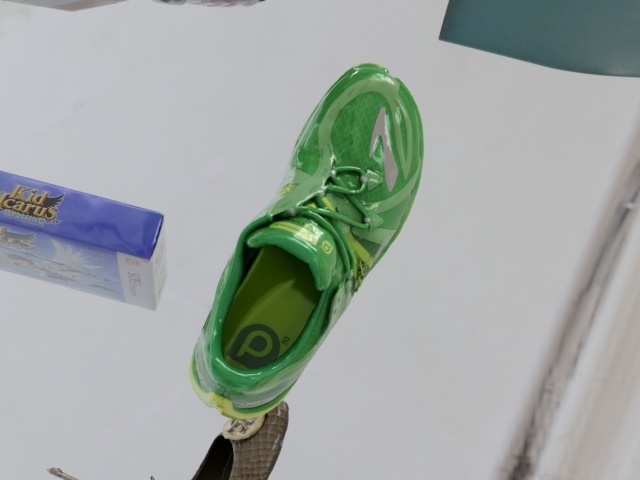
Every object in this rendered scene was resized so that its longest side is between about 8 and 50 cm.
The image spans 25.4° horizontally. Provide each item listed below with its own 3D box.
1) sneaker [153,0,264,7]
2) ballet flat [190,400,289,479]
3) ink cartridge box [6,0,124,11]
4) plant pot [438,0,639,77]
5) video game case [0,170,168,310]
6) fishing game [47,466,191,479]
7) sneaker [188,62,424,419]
[{"bbox_3d":[-0.073,-0.250,1.226,0.131,0.319,0.112,22,-72,-4],"label":"sneaker"},{"bbox_3d":[-0.113,0.238,1.249,0.250,0.058,0.084,-55,-160,-2],"label":"ballet flat"},{"bbox_3d":[-0.137,-0.179,0.709,0.193,0.234,0.088,-3,-90,34],"label":"ink cartridge box"},{"bbox_3d":[0.255,-0.255,1.297,0.234,0.166,0.165,19,-132,6],"label":"plant pot"},{"bbox_3d":[-0.312,-0.004,1.626,0.269,0.244,0.061,15,-107,-1],"label":"video game case"},{"bbox_3d":[-0.141,0.278,1.504,0.264,0.189,0.041,7,-109,29],"label":"fishing game"},{"bbox_3d":[0.000,0.000,1.067,0.109,0.123,0.295,26,-102,-1],"label":"sneaker"}]
